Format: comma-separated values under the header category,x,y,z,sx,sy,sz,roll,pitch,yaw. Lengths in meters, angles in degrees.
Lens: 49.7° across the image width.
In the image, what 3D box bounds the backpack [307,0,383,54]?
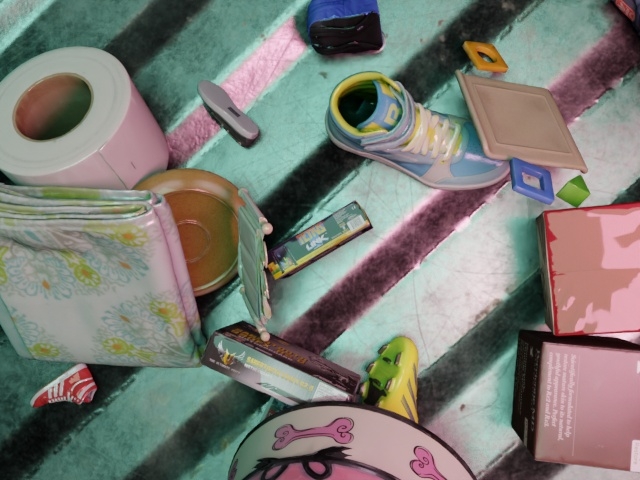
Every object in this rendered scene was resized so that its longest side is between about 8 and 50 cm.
category,x,y,z,sx,sy,sz,roll,pitch,yaw
backpack,0.037,-0.364,1.150,0.120,0.098,0.101,-10,58,6

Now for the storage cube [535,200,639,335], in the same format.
category,x,y,z,sx,sy,sz,roll,pitch,yaw
storage cube,0.433,0.041,1.032,0.193,0.215,0.183,-5,88,13

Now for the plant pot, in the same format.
category,x,y,z,sx,sy,sz,roll,pitch,yaw
plant pot,-0.219,-0.002,1.128,0.236,0.032,0.236,-8,119,-15

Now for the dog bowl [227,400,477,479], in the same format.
category,x,y,z,sx,sy,sz,roll,pitch,yaw
dog bowl,0.032,0.439,0.968,0.408,0.150,0.408,5,110,15

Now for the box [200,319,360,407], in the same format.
category,x,y,z,sx,sy,sz,roll,pitch,yaw
box,-0.055,0.204,1.093,0.231,0.183,0.056,24,92,8

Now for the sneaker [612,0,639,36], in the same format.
category,x,y,z,sx,sy,sz,roll,pitch,yaw
sneaker,0.531,-0.347,1.082,0.148,0.131,0.350,1,82,14

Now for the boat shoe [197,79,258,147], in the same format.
category,x,y,z,sx,sy,sz,roll,pitch,yaw
boat shoe,-0.166,-0.217,1.192,0.142,0.049,0.040,46,132,11

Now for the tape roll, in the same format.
category,x,y,z,sx,sy,sz,roll,pitch,yaw
tape roll,-0.388,-0.164,1.111,0.246,0.169,0.246,-5,62,8

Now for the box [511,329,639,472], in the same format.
category,x,y,z,sx,sy,sz,roll,pitch,yaw
box,0.389,0.229,1.030,0.167,0.203,0.168,5,88,7

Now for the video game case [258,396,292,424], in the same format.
category,x,y,z,sx,sy,sz,roll,pitch,yaw
video game case,-0.027,0.357,1.119,0.201,0.023,0.183,28,98,31

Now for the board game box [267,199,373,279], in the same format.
category,x,y,z,sx,sy,sz,roll,pitch,yaw
board game box,0.000,0.000,1.115,0.170,0.141,0.048,-30,87,4

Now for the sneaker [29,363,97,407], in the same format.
category,x,y,z,sx,sy,sz,roll,pitch,yaw
sneaker,-0.446,0.272,1.207,0.118,0.042,0.067,-36,81,2

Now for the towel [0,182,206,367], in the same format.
category,x,y,z,sx,sy,sz,roll,pitch,yaw
towel,-0.364,0.071,1.081,0.321,0.374,0.090,4,44,9

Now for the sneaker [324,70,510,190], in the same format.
category,x,y,z,sx,sy,sz,roll,pitch,yaw
sneaker,0.151,-0.164,1.070,0.319,0.208,0.127,15,89,6

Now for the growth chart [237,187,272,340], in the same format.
category,x,y,z,sx,sy,sz,roll,pitch,yaw
growth chart,-0.103,0.040,1.066,0.021,0.172,0.237,-10,127,-18

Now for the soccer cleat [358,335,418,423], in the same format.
category,x,y,z,sx,sy,sz,roll,pitch,yaw
soccer cleat,0.124,0.302,1.130,0.121,0.093,0.289,14,84,-23

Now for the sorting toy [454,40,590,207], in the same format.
category,x,y,z,sx,sy,sz,roll,pitch,yaw
sorting toy,0.302,-0.178,1.071,0.196,0.047,0.347,8,51,-21
